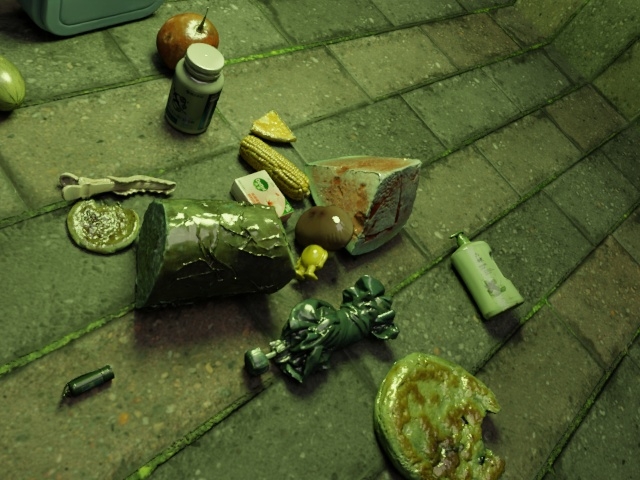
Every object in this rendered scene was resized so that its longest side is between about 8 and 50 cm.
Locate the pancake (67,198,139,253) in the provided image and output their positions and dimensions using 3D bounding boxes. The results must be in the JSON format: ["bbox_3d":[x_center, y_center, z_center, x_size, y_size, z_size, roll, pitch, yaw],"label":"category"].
[{"bbox_3d":[-0.414,-0.028,1.010,0.129,0.022,0.116,3,58,-20],"label":"pancake"}]

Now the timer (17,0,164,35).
[{"bbox_3d":[-0.494,-0.660,1.163,0.173,0.395,0.395,50,50,5],"label":"timer"}]

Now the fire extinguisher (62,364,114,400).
[{"bbox_3d":[-0.380,0.229,0.854,0.083,0.025,0.038,-24,34,-37],"label":"fire extinguisher"}]

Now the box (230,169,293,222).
[{"bbox_3d":[-0.132,-0.089,1.185,0.089,0.043,0.125,-26,74,-38],"label":"box"}]

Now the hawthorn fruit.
[{"bbox_3d":[-0.311,-0.473,1.275,0.149,0.149,0.189,-11,23,-33],"label":"hawthorn fruit"}]

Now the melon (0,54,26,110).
[{"bbox_3d":[-0.636,-0.311,1.035,0.098,0.098,0.131,-35,84,-39],"label":"melon"}]

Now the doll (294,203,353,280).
[{"bbox_3d":[-0.007,0.001,1.154,0.188,0.145,0.096,-53,130,-7],"label":"doll"}]

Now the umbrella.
[{"bbox_3d":[0.011,0.180,1.048,0.349,0.094,0.143,-16,63,-33],"label":"umbrella"}]

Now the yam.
[{"bbox_3d":[-0.191,0.018,0.994,0.271,0.201,0.202,5,58,-33],"label":"yam"}]

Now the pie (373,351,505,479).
[{"bbox_3d":[0.242,0.363,1.064,0.302,0.067,0.302,13,55,-20],"label":"pie"}]

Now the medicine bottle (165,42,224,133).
[{"bbox_3d":[-0.277,-0.337,1.178,0.107,0.191,0.107,14,54,-19],"label":"medicine bottle"}]

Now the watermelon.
[{"bbox_3d":[0.103,-0.129,1.233,0.213,0.201,0.262,-20,68,-36],"label":"watermelon"}]

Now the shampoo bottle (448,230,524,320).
[{"bbox_3d":[0.402,0.076,1.326,0.118,0.087,0.234,-14,66,-32],"label":"shampoo bottle"}]

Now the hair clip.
[{"bbox_3d":[-0.405,-0.113,1.059,0.226,0.034,0.072,-9,38,-37],"label":"hair clip"}]

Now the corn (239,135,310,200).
[{"bbox_3d":[-0.105,-0.170,1.238,0.207,0.068,0.068,40,49,2],"label":"corn"}]

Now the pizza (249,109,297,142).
[{"bbox_3d":[-0.118,-0.289,1.339,0.123,0.026,0.109,12,51,-17],"label":"pizza"}]
